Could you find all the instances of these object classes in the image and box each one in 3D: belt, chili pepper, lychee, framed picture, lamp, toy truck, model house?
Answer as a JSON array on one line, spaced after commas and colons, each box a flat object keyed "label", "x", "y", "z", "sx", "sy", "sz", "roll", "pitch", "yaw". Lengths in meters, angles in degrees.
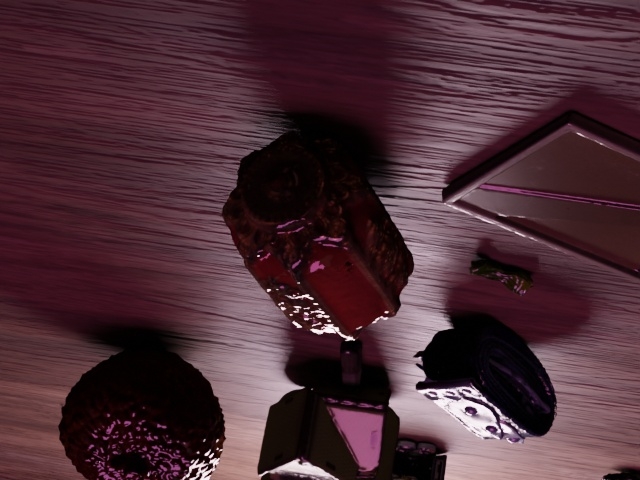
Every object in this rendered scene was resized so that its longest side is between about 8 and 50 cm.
[{"label": "belt", "x": 0.222, "y": 0.197, "z": 1.947, "sx": 0.128, "sy": 0.122, "sz": 0.218, "roll": -9, "pitch": 143, "yaw": 40}, {"label": "chili pepper", "x": 0.219, "y": 0.042, "z": 1.727, "sx": 0.091, "sy": 0.034, "sz": 0.030, "roll": 21, "pitch": 120, "yaw": -20}, {"label": "lychee", "x": -0.268, "y": 0.284, "z": 2.189, "sx": 0.261, "sy": 0.260, "sz": 0.260, "roll": 9, "pitch": 156, "yaw": 4}, {"label": "framed picture", "x": 0.325, "y": -0.032, "z": 1.528, "sx": 0.324, "sy": 0.020, "sz": 0.240, "roll": 21, "pitch": 154, "yaw": -20}, {"label": "lamp", "x": 0.000, "y": 0.000, "z": 1.544, "sx": 0.177, "sy": 0.177, "sz": 0.274, "roll": 2, "pitch": 155, "yaw": 19}, {"label": "toy truck", "x": 0.121, "y": 0.391, "z": 2.455, "sx": 0.192, "sy": 0.083, "sz": 0.092, "roll": 9, "pitch": 161, "yaw": 2}, {"label": "model house", "x": 0.014, "y": 0.280, "z": 2.114, "sx": 0.205, "sy": 0.218, "sz": 0.278, "roll": 7, "pitch": 151, "yaw": 4}]

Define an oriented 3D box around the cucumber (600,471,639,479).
[{"label": "cucumber", "x": 0.558, "y": 0.421, "z": 2.389, "sx": 0.182, "sy": 0.053, "sz": 0.053, "roll": 14, "pitch": 155, "yaw": -4}]
